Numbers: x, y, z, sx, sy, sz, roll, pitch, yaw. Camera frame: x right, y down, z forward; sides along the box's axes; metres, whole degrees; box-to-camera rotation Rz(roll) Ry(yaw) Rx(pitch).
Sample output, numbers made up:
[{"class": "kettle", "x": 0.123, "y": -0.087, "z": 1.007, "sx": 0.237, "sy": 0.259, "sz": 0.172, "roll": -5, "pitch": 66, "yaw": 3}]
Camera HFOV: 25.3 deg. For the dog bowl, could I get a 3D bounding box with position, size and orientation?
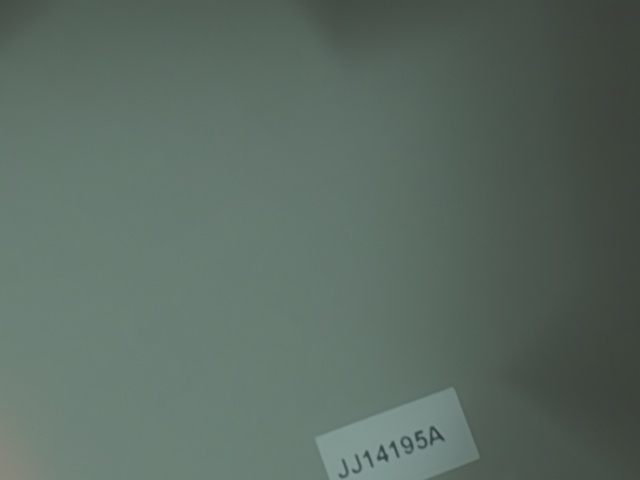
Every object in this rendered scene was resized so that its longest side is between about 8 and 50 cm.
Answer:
[{"class": "dog bowl", "x": 0.000, "y": 0.000, "z": 0.404, "sx": 0.349, "sy": 0.102, "sz": 0.349, "roll": 1, "pitch": 80, "yaw": -8}]
